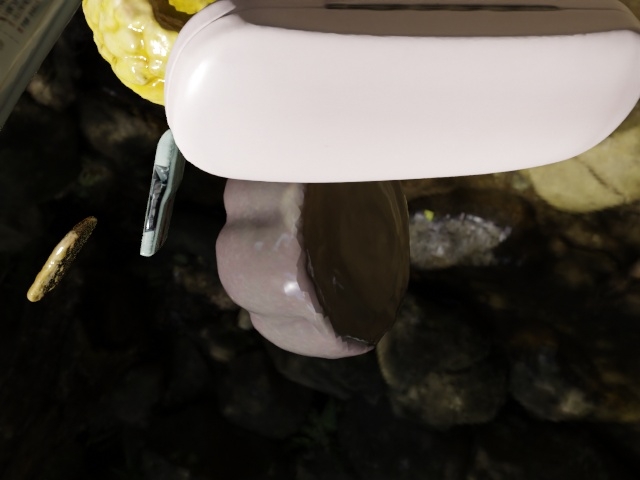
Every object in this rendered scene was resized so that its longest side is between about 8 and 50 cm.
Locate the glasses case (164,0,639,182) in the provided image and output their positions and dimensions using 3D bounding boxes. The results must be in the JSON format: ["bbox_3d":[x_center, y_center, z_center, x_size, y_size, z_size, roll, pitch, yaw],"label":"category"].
[{"bbox_3d":[0.058,-0.091,0.573,0.297,0.075,0.113,-5,142,-20],"label":"glasses case"}]

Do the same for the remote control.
[{"bbox_3d":[-0.183,-0.063,1.167,0.029,0.065,0.166,15,113,2],"label":"remote control"}]

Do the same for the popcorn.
[{"bbox_3d":[-0.220,-0.409,1.621,0.344,0.389,0.354,8,180,-43],"label":"popcorn"}]

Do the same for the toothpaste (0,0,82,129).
[{"bbox_3d":[-0.145,-0.090,0.430,0.067,0.255,0.037,12,131,-7],"label":"toothpaste"}]

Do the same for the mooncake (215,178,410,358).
[{"bbox_3d":[0.000,0.000,1.007,0.133,0.244,0.245,-1,148,36],"label":"mooncake"}]

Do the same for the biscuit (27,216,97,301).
[{"bbox_3d":[-0.310,0.023,1.175,0.018,0.071,0.147,41,126,-2],"label":"biscuit"}]
